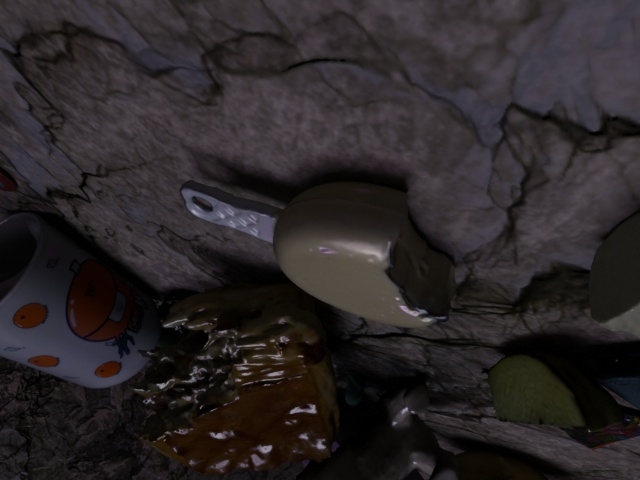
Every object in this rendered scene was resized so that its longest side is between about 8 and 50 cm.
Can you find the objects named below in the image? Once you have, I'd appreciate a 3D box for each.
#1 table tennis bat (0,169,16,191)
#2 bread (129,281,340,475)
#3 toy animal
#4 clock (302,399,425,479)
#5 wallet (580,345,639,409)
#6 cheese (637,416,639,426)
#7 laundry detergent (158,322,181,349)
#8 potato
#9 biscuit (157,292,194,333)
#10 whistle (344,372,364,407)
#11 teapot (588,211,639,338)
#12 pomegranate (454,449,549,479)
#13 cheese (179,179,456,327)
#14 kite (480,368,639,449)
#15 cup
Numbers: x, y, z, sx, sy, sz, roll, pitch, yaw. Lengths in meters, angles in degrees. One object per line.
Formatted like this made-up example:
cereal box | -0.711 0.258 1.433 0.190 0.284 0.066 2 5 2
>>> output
table tennis bat | -0.479 -0.113 0.604 0.098 0.019 0.155 12 154 19
bread | -0.126 0.203 0.704 0.314 0.192 0.370 -10 132 6
toy animal | 0.076 0.421 0.836 0.194 0.344 0.303 55 169 7
clock | 0.104 0.531 1.087 0.338 0.102 0.338 35 -179 -1
wallet | 0.470 0.196 0.451 0.379 0.046 0.190 33 148 -17
cheese | 0.326 0.148 0.387 0.060 0.041 0.084 23 157 16
laundry detergent | -0.313 0.224 0.993 0.137 0.063 0.211 33 163 -10
potato | 0.281 0.163 0.507 0.120 0.081 0.149 0 162 -14
biscuit | -0.217 0.158 0.860 0.194 0.053 0.194 17 153 9
whistle | 0.071 0.322 0.965 0.039 0.039 0.186 16 152 11
teapot | 0.283 0.061 0.276 0.200 0.107 0.077 20 143 3
pomegranate | 0.408 0.655 1.040 0.332 0.333 0.333 17 152 9
cheese | -0.002 0.010 0.423 0.248 0.071 0.163 8 148 24
kite | 0.381 0.257 0.661 0.321 0.016 0.234 35 148 -26
cup | -0.446 0.126 0.797 0.212 0.212 0.317 5 150 29
